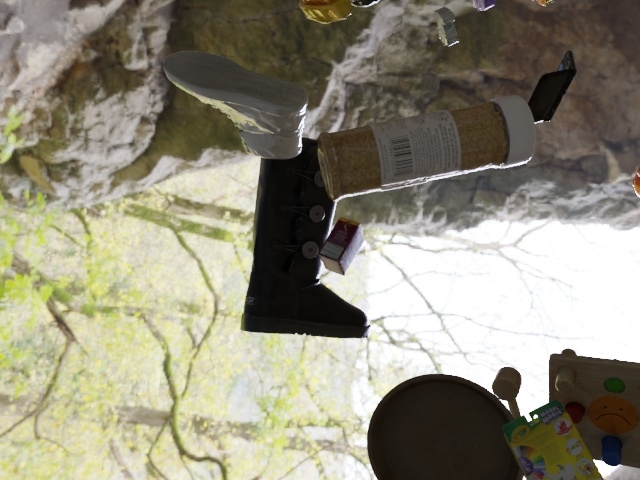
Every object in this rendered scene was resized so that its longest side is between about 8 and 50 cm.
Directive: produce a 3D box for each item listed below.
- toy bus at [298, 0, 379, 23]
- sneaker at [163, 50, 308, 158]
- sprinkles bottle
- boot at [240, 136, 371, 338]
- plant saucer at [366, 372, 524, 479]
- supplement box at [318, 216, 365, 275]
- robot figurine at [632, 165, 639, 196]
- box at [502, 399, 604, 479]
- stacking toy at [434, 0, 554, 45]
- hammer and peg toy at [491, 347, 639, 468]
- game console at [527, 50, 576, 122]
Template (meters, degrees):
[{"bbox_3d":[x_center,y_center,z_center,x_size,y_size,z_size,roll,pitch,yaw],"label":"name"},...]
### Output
[{"bbox_3d":[0.024,-0.455,0.820,0.220,0.211,0.149,-51,-142,-4],"label":"toy bus"},{"bbox_3d":[-0.166,-0.247,1.120,0.108,0.292,0.169,-58,165,-34],"label":"sneaker"},{"bbox_3d":[0.177,-0.159,0.996,0.121,0.355,0.121,169,-90,-86],"label":"sprinkles bottle"},{"bbox_3d":[-0.001,0.000,1.368,0.146,0.367,0.445,-2,-100,47],"label":"boot"},{"bbox_3d":[0.222,0.371,1.042,0.041,0.278,0.278,-13,107,-72],"label":"plant saucer"},{"bbox_3d":[0.038,0.010,1.014,0.083,0.043,0.055,-59,152,-21],"label":"supplement box"},{"bbox_3d":[0.975,-0.155,1.629,0.158,0.128,0.219,53,5,-20],"label":"robot figurine"},{"bbox_3d":[0.364,0.343,0.906,0.179,0.105,0.043,62,3,-2],"label":"box"},{"bbox_3d":[0.233,-0.388,0.902,0.221,0.167,0.052,-111,177,-49],"label":"stacking toy"},{"bbox_3d":[0.563,0.362,1.237,0.127,0.361,0.266,-42,128,-55],"label":"hammer and peg toy"},{"bbox_3d":[0.430,-0.292,1.115,0.122,0.071,0.107,101,0,-51],"label":"game console"}]
